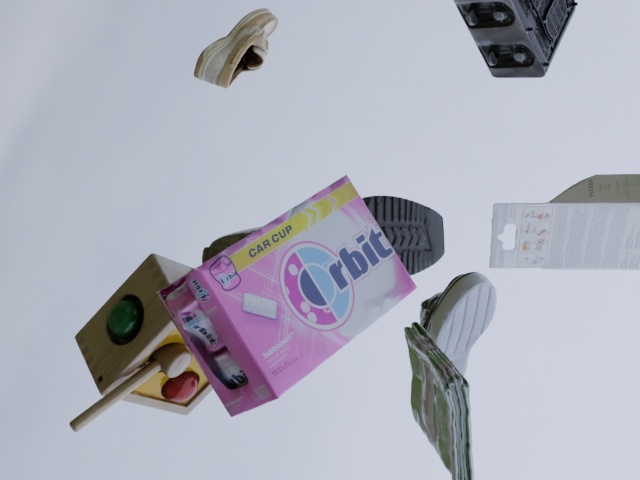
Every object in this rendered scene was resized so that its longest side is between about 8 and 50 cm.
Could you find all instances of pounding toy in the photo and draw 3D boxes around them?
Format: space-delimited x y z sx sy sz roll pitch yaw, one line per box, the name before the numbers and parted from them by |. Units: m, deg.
pounding toy | -0.142 0.098 0.982 0.130 0.141 0.100 -46 -128 16

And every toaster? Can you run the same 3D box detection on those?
toaster | 0.281 -0.350 1.621 0.110 0.168 0.185 1 -130 39

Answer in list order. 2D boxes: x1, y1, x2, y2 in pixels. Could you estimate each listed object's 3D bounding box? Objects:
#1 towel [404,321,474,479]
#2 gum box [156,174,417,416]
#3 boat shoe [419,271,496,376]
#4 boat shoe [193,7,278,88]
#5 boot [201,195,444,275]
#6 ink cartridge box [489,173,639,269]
towel | 0.104 0.150 1.028 0.152 0.023 0.113 -128 -148 -70
gum box | -0.025 0.040 0.847 0.188 0.107 0.062 -34 -177 -44
boat shoe | 0.228 0.155 2.100 0.119 0.121 0.335 61 -28 33
boat shoe | -0.098 -0.248 1.487 0.170 0.059 0.063 -49 167 -40
boot | 0.000 0.000 1.034 0.137 0.198 0.077 -1 -89 61
ink cartridge box | 0.356 -0.023 1.611 0.181 0.225 0.056 80 14 -57
